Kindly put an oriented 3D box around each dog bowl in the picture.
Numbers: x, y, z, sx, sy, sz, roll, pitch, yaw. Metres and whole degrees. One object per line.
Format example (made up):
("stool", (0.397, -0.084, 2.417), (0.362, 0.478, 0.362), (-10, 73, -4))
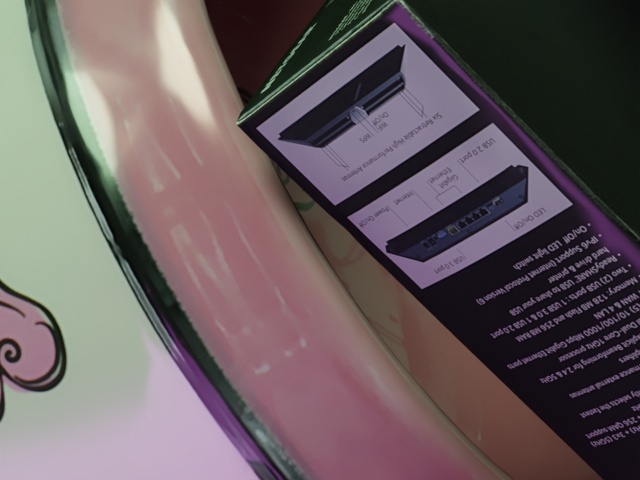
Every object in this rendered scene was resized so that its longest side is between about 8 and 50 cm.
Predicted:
("dog bowl", (0.000, 0.000, 0.674), (0.150, 0.408, 0.408), (-32, 110, 26))

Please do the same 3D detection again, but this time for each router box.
("router box", (0.145, -0.062, 0.573), (0.243, 0.309, 0.081), (44, 139, -11))
